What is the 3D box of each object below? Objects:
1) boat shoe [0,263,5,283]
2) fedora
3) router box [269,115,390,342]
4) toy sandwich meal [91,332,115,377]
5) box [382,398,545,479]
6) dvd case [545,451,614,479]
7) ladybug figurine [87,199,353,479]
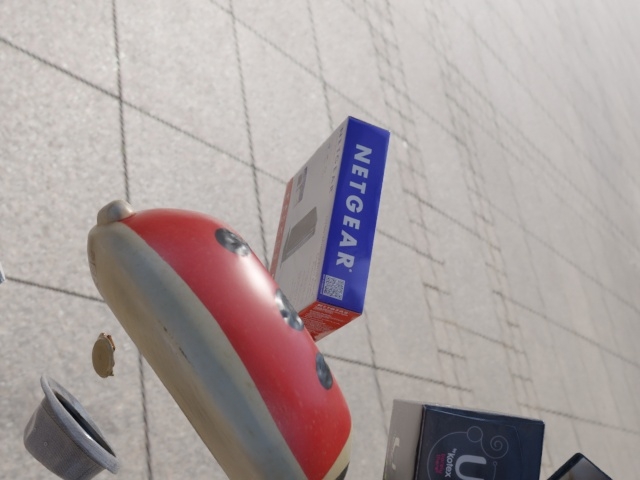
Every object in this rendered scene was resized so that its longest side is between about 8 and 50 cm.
[{"bbox_3d":[-0.460,-0.020,1.102,0.184,0.063,0.066,66,-17,0],"label":"boat shoe"},{"bbox_3d":[-0.552,0.430,1.886,0.275,0.124,0.243,40,-13,32],"label":"fedora"},{"bbox_3d":[0.000,0.000,1.506,0.082,0.301,0.335,18,65,-16],"label":"router box"},{"bbox_3d":[-0.395,0.213,1.615,0.029,0.086,0.085,2,67,-42],"label":"toy sandwich meal"},{"bbox_3d":[0.162,0.285,1.072,0.270,0.143,0.165,105,-8,-80],"label":"box"},{"bbox_3d":[0.201,0.308,0.714,0.180,0.253,0.022,41,-30,31],"label":"dvd case"},{"bbox_3d":[-0.099,0.135,0.996,0.449,0.162,0.305,61,-14,-22],"label":"ladybug figurine"}]
